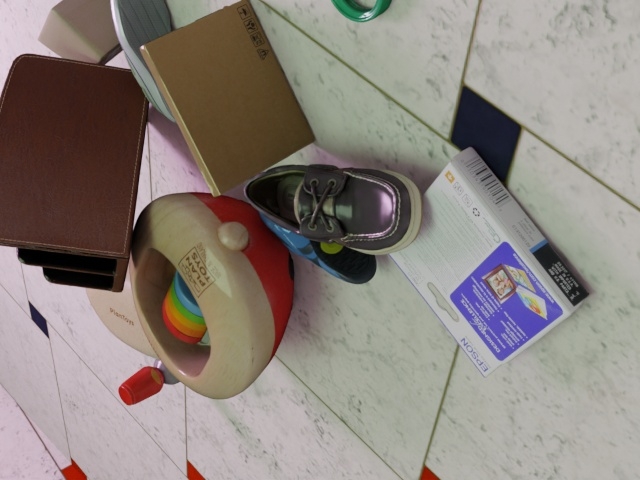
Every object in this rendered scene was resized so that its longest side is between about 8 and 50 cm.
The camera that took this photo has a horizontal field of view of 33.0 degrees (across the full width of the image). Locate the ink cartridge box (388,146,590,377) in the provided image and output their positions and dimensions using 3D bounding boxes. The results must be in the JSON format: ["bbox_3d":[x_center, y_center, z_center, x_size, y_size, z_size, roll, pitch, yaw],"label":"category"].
[{"bbox_3d":[0.177,0.031,1.213,0.206,0.045,0.208,53,149,11],"label":"ink cartridge box"}]

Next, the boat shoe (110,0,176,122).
[{"bbox_3d":[-0.251,-0.269,1.535,0.076,0.083,0.226,14,130,49],"label":"boat shoe"}]

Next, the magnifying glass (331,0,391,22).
[{"bbox_3d":[0.068,-0.296,1.099,0.092,0.026,0.231,59,152,-1],"label":"magnifying glass"}]

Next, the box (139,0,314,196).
[{"bbox_3d":[-0.111,-0.178,1.329,0.021,0.164,0.201,-10,109,56],"label":"box"}]

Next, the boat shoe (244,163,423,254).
[{"bbox_3d":[0.007,-0.041,1.289,0.285,0.092,0.103,15,101,54],"label":"boat shoe"}]

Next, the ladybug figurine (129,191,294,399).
[{"bbox_3d":[-0.156,0.072,1.623,0.305,0.162,0.449,58,153,9],"label":"ladybug figurine"}]

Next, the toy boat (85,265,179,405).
[{"bbox_3d":[-0.312,0.157,1.995,0.267,0.148,0.318,30,133,32],"label":"toy boat"}]

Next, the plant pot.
[{"bbox_3d":[-0.341,-0.316,1.617,0.096,0.109,0.109,46,151,-6],"label":"plant pot"}]

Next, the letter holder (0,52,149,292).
[{"bbox_3d":[-0.375,-0.100,1.594,0.152,0.214,0.302,123,152,-65],"label":"letter holder"}]

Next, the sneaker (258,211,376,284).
[{"bbox_3d":[0.000,0.000,1.441,0.209,0.069,0.082,37,160,31],"label":"sneaker"}]
